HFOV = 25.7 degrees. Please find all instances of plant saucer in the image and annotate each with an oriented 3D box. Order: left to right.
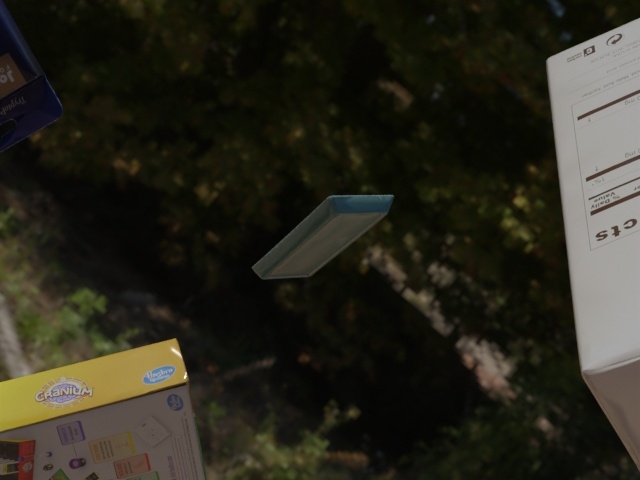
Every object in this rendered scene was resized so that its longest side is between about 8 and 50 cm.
[{"bbox_3d":[0.000,0.000,1.325,0.067,0.018,0.192,-2,-19,-26],"label":"plant saucer"}]

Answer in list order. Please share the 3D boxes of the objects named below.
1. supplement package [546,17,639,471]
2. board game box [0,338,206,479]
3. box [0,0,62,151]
[{"bbox_3d":[0.247,0.005,0.784,0.177,0.175,0.293,55,24,-32],"label":"supplement package"},{"bbox_3d":[-0.287,0.239,1.506,0.242,0.317,0.064,88,-15,-47],"label":"board game box"},{"bbox_3d":[-0.333,-0.174,1.200,0.225,0.136,0.036,60,7,-8],"label":"box"}]
